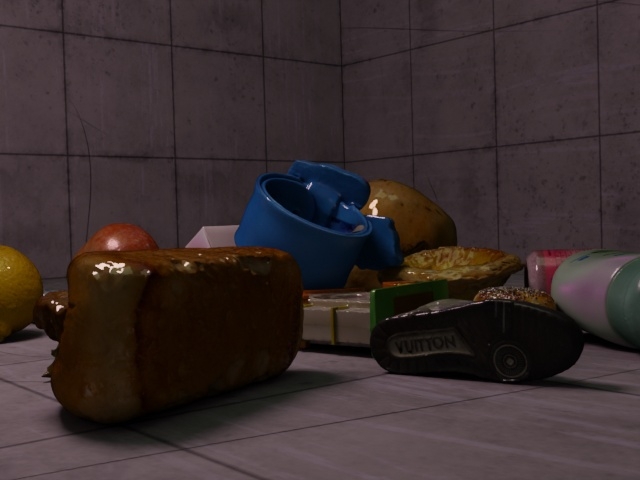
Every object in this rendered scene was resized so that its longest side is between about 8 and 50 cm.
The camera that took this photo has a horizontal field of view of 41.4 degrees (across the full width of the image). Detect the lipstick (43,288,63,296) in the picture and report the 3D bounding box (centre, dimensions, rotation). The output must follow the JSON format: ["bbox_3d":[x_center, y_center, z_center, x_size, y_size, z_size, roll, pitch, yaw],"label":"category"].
[{"bbox_3d":[-0.685,0.145,1.950,0.289,0.077,0.076,1,2,39],"label":"lipstick"}]

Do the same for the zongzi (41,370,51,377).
[{"bbox_3d":[-0.338,0.178,1.195,0.076,0.040,0.083,5,15,15],"label":"zongzi"}]

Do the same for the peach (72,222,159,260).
[{"bbox_3d":[-0.460,0.055,1.910,0.232,0.232,0.232,-2,2,0],"label":"peach"}]

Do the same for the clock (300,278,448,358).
[{"bbox_3d":[0.054,0.124,1.432,0.255,0.106,0.220,-1,2,38],"label":"clock"}]

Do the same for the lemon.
[{"bbox_3d":[-0.635,0.103,1.648,0.187,0.187,0.244,-2,33,-21],"label":"lemon"}]

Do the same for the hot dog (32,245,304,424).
[{"bbox_3d":[-0.200,0.102,1.071,0.223,0.185,0.405,1,2,30],"label":"hot dog"}]

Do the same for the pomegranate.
[{"bbox_3d":[0.172,0.003,2.110,0.332,0.332,0.332,-2,2,0],"label":"pomegranate"}]

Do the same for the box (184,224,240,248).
[{"bbox_3d":[-0.213,0.071,1.814,0.203,0.106,0.251,-3,-28,-42],"label":"box"}]

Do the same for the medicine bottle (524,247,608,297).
[{"bbox_3d":[0.537,0.085,1.691,0.247,0.147,0.147,-1,2,9],"label":"medicine bottle"}]

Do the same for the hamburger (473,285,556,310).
[{"bbox_3d":[0.318,0.124,1.393,0.164,0.093,0.189,-1,3,6],"label":"hamburger"}]

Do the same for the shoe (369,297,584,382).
[{"bbox_3d":[0.223,0.122,1.150,0.293,0.109,0.149,-6,5,32],"label":"shoe"}]

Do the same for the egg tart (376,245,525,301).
[{"bbox_3d":[0.269,0.091,1.745,0.319,0.128,0.319,-6,6,1],"label":"egg tart"}]

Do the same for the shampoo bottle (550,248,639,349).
[{"bbox_3d":[0.499,0.093,1.326,0.222,0.151,0.349,5,2,-1],"label":"shampoo bottle"}]

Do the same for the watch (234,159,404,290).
[{"bbox_3d":[0.000,0.000,1.614,0.305,0.241,0.274,27,21,11],"label":"watch"}]
